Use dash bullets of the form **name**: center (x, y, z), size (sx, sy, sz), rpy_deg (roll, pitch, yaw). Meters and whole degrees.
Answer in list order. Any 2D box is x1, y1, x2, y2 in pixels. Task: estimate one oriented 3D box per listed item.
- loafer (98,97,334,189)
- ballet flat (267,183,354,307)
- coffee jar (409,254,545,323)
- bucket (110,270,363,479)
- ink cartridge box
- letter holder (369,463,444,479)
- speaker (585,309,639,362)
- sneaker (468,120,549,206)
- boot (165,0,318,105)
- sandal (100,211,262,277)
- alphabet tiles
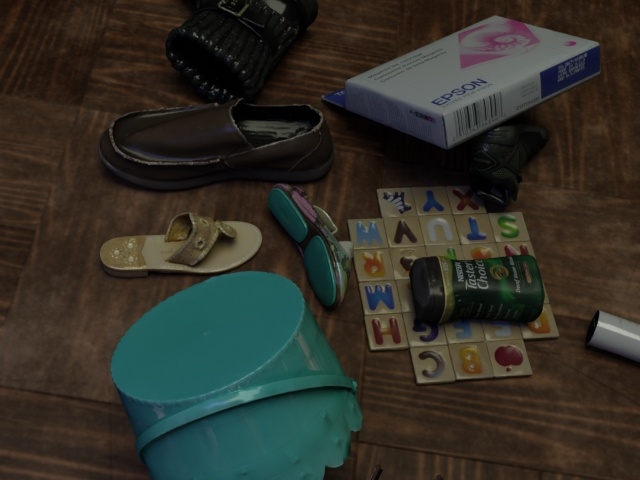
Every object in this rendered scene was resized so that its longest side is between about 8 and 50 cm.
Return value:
- **loafer**: center (-0.155, -0.169, 1.506), size (0.366, 0.130, 0.133), rpy_deg (-4, 56, -11)
- **ballet flat**: center (0.000, 0.000, 1.455), size (0.079, 0.077, 0.221), rpy_deg (-8, 55, -37)
- **coffee jar**: center (0.222, 0.070, 1.414), size (0.185, 0.079, 0.096), rpy_deg (-1, 56, -8)
- **bucket**: center (-0.104, 0.179, 1.171), size (0.281, 0.183, 0.281), rpy_deg (-16, 29, 9)
- **ink cartridge box**: center (0.215, -0.273, 1.579), size (0.324, 0.071, 0.330), rpy_deg (-28, 35, -25)
- **letter holder**: center (0.005, 0.390, 1.090), size (0.152, 0.214, 0.301), rpy_deg (24, 56, 8)
- **speaker**: center (0.457, 0.147, 1.424), size (0.136, 0.055, 0.055), rpy_deg (19, 55, 5)
- **sneaker**: center (0.296, -0.129, 1.572), size (0.087, 0.130, 0.227), rpy_deg (15, 17, 27)
- **boot**: center (-0.200, -0.389, 1.651), size (0.348, 0.131, 0.260), rpy_deg (28, 56, 11)
- **sandal**: center (-0.196, -0.002, 1.415), size (0.240, 0.079, 0.088), rpy_deg (-9, 57, -14)
- **alphabet tiles**: center (0.195, 0.056, 1.475), size (0.285, 0.011, 0.342), rpy_deg (-2, 56, -10)
